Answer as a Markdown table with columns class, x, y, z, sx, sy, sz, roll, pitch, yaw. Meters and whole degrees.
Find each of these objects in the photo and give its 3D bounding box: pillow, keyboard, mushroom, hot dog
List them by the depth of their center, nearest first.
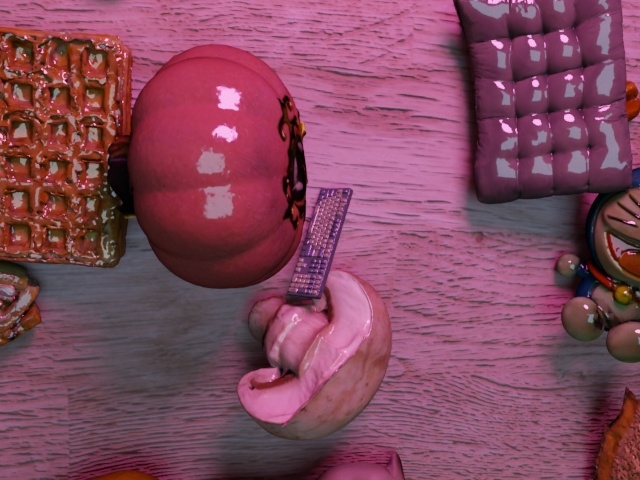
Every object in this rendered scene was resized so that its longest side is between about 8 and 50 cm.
| class | x | y | z | sx | sy | sz | roll | pitch | yaw |
| --- | --- | --- | --- | --- | --- | --- | --- | --- | --- |
| keyboard | 0.000 | 0.001 | 0.941 | 0.014 | 0.055 | 0.176 | 43 | 58 | -49 |
| pillow | 0.325 | -0.222 | 0.945 | 0.228 | 0.101 | 0.326 | -5 | 106 | 15 |
| mushroom | -0.002 | 0.176 | 0.962 | 0.253 | 0.195 | 0.189 | -51 | 138 | -14 |
| hot dog | 0.433 | -0.203 | 1.025 | 0.165 | 0.045 | 0.071 | -22 | 103 | -6 |

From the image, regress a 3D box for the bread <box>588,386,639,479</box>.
| class | x | y | z | sx | sy | sz | roll | pitch | yaw |
| --- | --- | --- | --- | --- | --- | --- | --- | --- | --- |
| bread | 0.635 | 0.430 | 1.094 | 0.279 | 0.248 | 0.315 | 3 | 114 | -17 |

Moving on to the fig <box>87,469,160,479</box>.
| class | x | y | z | sx | sy | sz | roll | pitch | yaw |
| --- | --- | --- | --- | --- | --- | --- | --- | --- | --- |
| fig | -0.290 | 0.460 | 0.937 | 0.207 | 0.207 | 0.229 | -10 | 103 | -9 |

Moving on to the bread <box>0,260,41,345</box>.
| class | x | y | z | sx | sy | sz | roll | pitch | yaw |
| --- | --- | --- | --- | --- | --- | --- | --- | --- | --- |
| bread | -0.467 | 0.092 | 0.897 | 0.156 | 0.064 | 0.117 | -27 | 107 | -3 |

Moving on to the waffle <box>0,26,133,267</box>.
| class | x | y | z | sx | sy | sz | roll | pitch | yaw |
| --- | --- | --- | --- | --- | --- | --- | --- | --- | --- |
| waffle | -0.365 | -0.122 | 0.860 | 0.213 | 0.091 | 0.307 | 4 | 100 | -12 |

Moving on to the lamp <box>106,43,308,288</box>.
| class | x | y | z | sx | sy | sz | roll | pitch | yaw |
| --- | --- | --- | --- | --- | --- | --- | --- | --- | --- |
| lamp | -0.139 | -0.086 | 0.814 | 0.240 | 0.305 | 0.305 | -5 | 103 | 8 |

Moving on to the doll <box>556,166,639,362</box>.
| class | x | y | z | sx | sy | sz | roll | pitch | yaw |
| --- | --- | --- | --- | --- | --- | --- | --- | --- | --- |
| doll | 0.503 | 0.016 | 1.017 | 0.199 | 0.186 | 0.321 | 31 | 114 | 15 |

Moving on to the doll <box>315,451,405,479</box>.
| class | x | y | z | sx | sy | sz | roll | pitch | yaw |
| --- | --- | --- | --- | --- | --- | --- | --- | --- | --- |
| doll | -0.024 | 0.466 | 0.988 | 0.371 | 0.226 | 0.214 | -15 | 69 | -3 |
